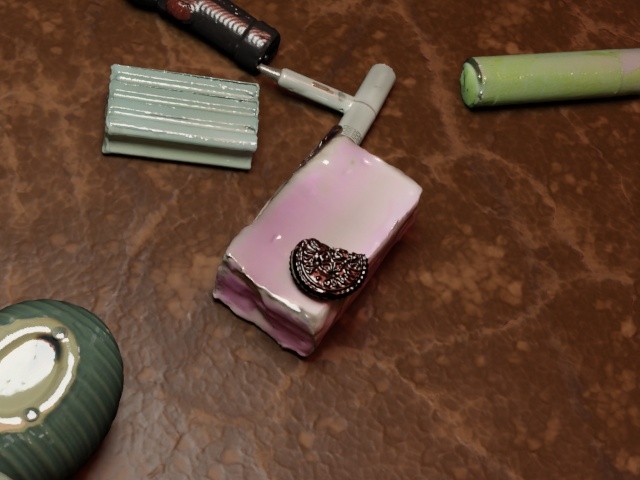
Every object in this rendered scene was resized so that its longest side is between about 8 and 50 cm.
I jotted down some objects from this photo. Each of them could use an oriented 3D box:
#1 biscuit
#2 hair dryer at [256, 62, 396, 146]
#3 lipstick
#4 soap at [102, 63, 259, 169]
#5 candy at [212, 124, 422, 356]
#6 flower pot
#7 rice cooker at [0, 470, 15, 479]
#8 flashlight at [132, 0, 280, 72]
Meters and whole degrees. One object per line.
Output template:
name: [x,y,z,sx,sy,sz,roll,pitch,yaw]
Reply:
biscuit: [0.010,0.030,1.372,0.089,0.027,0.087,-34,75,-23]
hair dryer: [0.000,-0.219,1.635,0.183,0.044,0.155,33,54,-4]
lipstick: [0.348,-0.240,1.734,0.304,0.076,0.076,-7,61,-19]
soap: [-0.183,-0.161,1.553,0.198,0.063,0.114,7,56,-10]
candy: [0.000,0.000,1.470,0.155,0.116,0.265,35,57,7]
flower pot: [-0.316,0.169,1.261,0.189,0.157,0.243,33,59,5]
rice cooker: [-0.396,0.331,1.042,0.335,0.335,0.325,16,56,-4]
flashlight: [-0.164,-0.318,1.644,0.232,0.093,0.093,36,57,5]
